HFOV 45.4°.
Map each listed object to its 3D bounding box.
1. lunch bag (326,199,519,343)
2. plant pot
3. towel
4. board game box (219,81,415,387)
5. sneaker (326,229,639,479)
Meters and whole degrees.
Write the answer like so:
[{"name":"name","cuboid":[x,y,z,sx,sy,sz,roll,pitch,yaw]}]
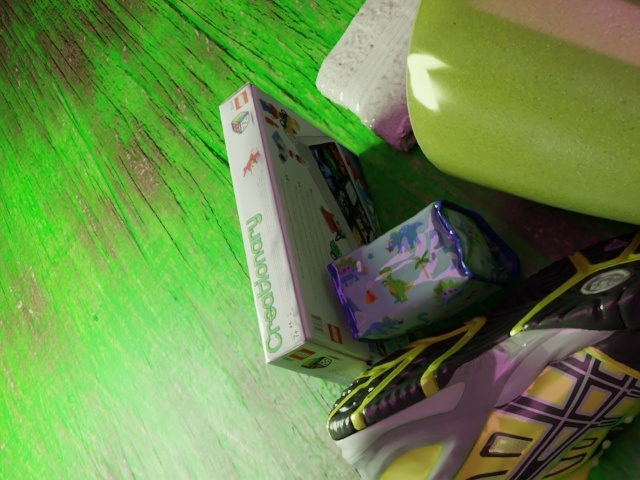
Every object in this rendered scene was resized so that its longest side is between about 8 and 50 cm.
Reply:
[{"name":"lunch bag","cuboid":[0.103,0.034,0.707,0.129,0.151,0.096,-31,64,26]},{"name":"plant pot","cuboid":[0.264,-0.117,0.563,0.293,0.275,0.275,34,95,39]},{"name":"towel","cuboid":[0.125,-0.254,0.888,0.282,0.049,0.187,-53,46,10]},{"name":"board game box","cuboid":[0.000,0.000,0.783,0.053,0.193,0.305,-32,53,26]},{"name":"sneaker","cuboid":[0.200,0.111,0.623,0.384,0.145,0.147,-29,96,16]}]
